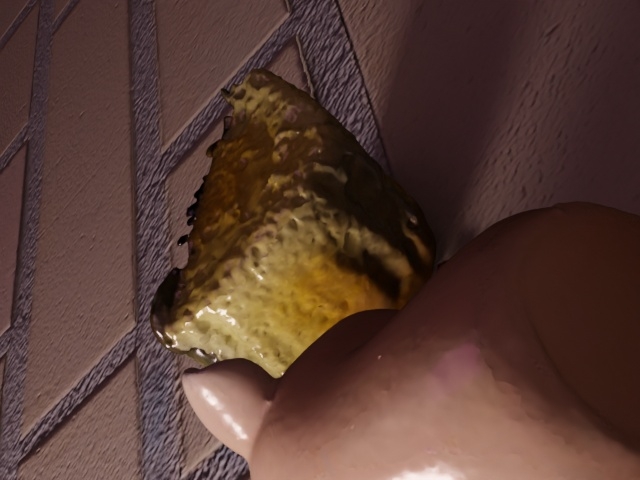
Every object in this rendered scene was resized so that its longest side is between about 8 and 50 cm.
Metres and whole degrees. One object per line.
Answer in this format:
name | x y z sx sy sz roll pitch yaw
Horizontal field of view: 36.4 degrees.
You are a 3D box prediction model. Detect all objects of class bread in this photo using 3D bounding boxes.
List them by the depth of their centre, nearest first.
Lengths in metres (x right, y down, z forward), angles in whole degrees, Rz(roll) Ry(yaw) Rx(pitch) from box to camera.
bread | 0.000 0.000 0.775 0.162 0.204 0.262 -13 53 35

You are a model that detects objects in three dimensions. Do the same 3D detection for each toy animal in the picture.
toy animal | 0.082 0.096 0.568 0.256 0.213 0.195 -42 69 34

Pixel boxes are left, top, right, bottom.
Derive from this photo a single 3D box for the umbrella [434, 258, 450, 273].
umbrella | 0.126 0.054 0.713 0.165 0.025 0.027 -132 44 -56
